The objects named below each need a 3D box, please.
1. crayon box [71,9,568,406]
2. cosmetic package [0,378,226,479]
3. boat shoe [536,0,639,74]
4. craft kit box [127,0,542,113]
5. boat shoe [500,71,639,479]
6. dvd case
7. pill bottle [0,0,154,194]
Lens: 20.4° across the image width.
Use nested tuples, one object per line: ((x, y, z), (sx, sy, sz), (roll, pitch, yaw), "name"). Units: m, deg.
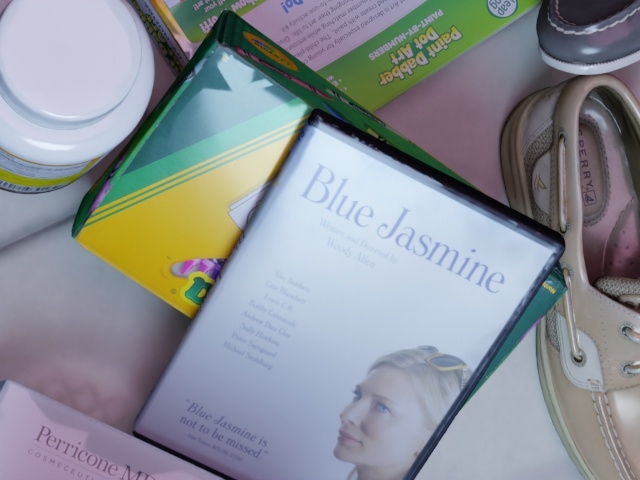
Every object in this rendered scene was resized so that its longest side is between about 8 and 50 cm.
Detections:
((0.000, 0.000, 1.164), (0.278, 0.081, 0.165), (34, 109, -13), "crayon box")
((-0.096, 0.295, 1.142), (0.377, 0.097, 0.284), (27, 80, -12), "cosmetic package")
((0.266, -0.241, 1.273), (0.335, 0.112, 0.095), (-39, 134, -26), "boat shoe")
((-0.011, -0.203, 1.241), (0.250, 0.061, 0.247), (-33, 91, -16), "craft kit box")
((0.216, 0.051, 1.249), (0.121, 0.110, 0.341), (-19, 90, -17), "boat shoe")
((0.015, 0.061, 1.133), (0.180, 0.022, 0.253), (27, 111, -10), "dvd case")
((-0.170, -0.097, 1.099), (0.117, 0.215, 0.117), (2, 84, -16), "pill bottle")
